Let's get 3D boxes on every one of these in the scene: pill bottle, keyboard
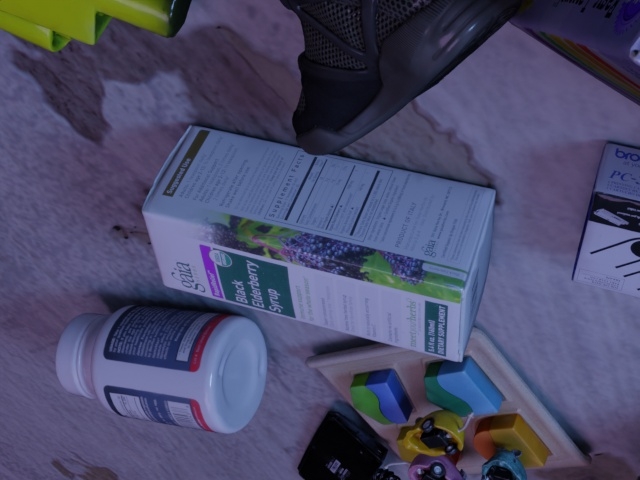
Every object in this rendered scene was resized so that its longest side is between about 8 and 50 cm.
[{"bbox_3d":[-0.151,0.115,0.998,0.180,0.108,0.108,5,140,25],"label":"pill bottle"},{"bbox_3d":[0.035,0.233,1.114,0.100,0.038,0.192,41,151,11],"label":"keyboard"}]

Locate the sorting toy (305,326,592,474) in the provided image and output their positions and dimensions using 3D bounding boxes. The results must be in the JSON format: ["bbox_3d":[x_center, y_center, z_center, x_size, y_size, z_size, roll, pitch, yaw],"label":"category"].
[{"bbox_3d":[0.111,0.159,0.961,0.193,0.038,0.208,-16,128,42],"label":"sorting toy"}]

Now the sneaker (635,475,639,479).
[{"bbox_3d":[0.383,0.292,0.915,0.257,0.169,0.447,26,148,24],"label":"sneaker"}]

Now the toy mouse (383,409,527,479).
[{"bbox_3d":[0.132,0.201,0.945,0.143,0.031,0.161,42,141,-16],"label":"toy mouse"}]

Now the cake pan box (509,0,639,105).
[{"bbox_3d":[0.226,-0.049,0.470,0.267,0.246,0.070,30,105,-9],"label":"cake pan box"}]

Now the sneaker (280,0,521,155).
[{"bbox_3d":[0.017,-0.130,0.614,0.130,0.087,0.227,53,161,1],"label":"sneaker"}]

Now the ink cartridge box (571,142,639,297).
[{"bbox_3d":[0.270,0.007,0.668,0.207,0.046,0.097,14,145,13],"label":"ink cartridge box"}]

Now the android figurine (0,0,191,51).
[{"bbox_3d":[-0.203,-0.219,0.643,0.273,0.056,0.248,21,145,3],"label":"android figurine"}]

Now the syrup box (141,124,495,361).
[{"bbox_3d":[0.000,0.000,0.773,0.237,0.096,0.093,13,143,14],"label":"syrup box"}]
